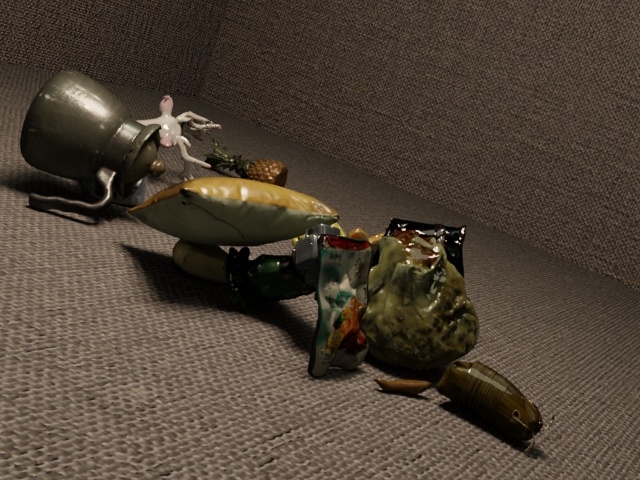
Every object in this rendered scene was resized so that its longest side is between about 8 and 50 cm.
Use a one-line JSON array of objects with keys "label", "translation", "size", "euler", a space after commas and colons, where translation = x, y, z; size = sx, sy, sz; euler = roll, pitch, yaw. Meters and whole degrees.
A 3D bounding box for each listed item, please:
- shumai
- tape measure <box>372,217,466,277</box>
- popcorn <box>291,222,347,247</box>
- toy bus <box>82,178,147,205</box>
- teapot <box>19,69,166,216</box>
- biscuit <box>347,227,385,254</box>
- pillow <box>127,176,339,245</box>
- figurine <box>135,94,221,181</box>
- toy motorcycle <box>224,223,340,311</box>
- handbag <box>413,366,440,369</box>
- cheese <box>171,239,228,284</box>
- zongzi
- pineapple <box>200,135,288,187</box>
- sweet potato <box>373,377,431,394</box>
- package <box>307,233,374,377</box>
[{"label": "shumai", "translation": [0.172, 0.098, 1.555], "size": [0.256, 0.218, 0.189], "euler": [-11, 21, -23]}, {"label": "tape measure", "translation": [0.211, 0.063, 1.850], "size": [0.202, 0.222, 0.135], "euler": [8, 12, 11]}, {"label": "popcorn", "translation": [0.000, 0.000, 2.030], "size": [0.145, 0.126, 0.125], "euler": [36, 28, -34]}, {"label": "toy bus", "translation": [-0.509, -0.180, 2.049], "size": [0.136, 0.109, 0.330], "euler": [3, 19, -28]}, {"label": "teapot", "translation": [-0.464, -0.192, 1.774], "size": [0.285, 0.223, 0.305], "euler": [25, 24, 0]}, {"label": "biscuit", "translation": [0.102, 0.039, 1.952], "size": [0.234, 0.153, 0.030], "euler": [-7, 29, -4]}, {"label": "pillow", "translation": [-0.168, -0.050, 1.594], "size": [0.312, 0.119, 0.310], "euler": [7, -6, -30]}, {"label": "figurine", "translation": [-0.435, -0.279, 2.317], "size": [0.316, 0.206, 0.284], "euler": [9, -16, 21]}, {"label": "toy motorcycle", "translation": [-0.062, 0.053, 1.523], "size": [0.187, 0.124, 0.275], "euler": [17, -30, -40]}, {"label": "handbag", "translation": [0.183, 0.219, 1.599], "size": [0.083, 0.027, 0.061], "euler": [1, 26, -44]}, {"label": "cheese", "translation": [-0.247, 0.018, 1.726], "size": [0.127, 0.054, 0.251], "euler": [19, 12, -22]}, {"label": "zongzi", "translation": [0.310, 0.275, 1.465], "size": [0.187, 0.084, 0.184], "euler": [34, 7, 25]}, {"label": "pineapple", "translation": [-0.238, -0.234, 2.686], "size": [0.277, 0.119, 0.130], "euler": [22, 31, 18]}, {"label": "sweet potato", "translation": [0.136, 0.243, 1.426], "size": [0.115, 0.026, 0.026], "euler": [7, 17, -29]}, {"label": "package", "translation": [0.037, 0.109, 1.405], "size": [0.040, 0.231, 0.166], "euler": [5, -3, 35]}]
